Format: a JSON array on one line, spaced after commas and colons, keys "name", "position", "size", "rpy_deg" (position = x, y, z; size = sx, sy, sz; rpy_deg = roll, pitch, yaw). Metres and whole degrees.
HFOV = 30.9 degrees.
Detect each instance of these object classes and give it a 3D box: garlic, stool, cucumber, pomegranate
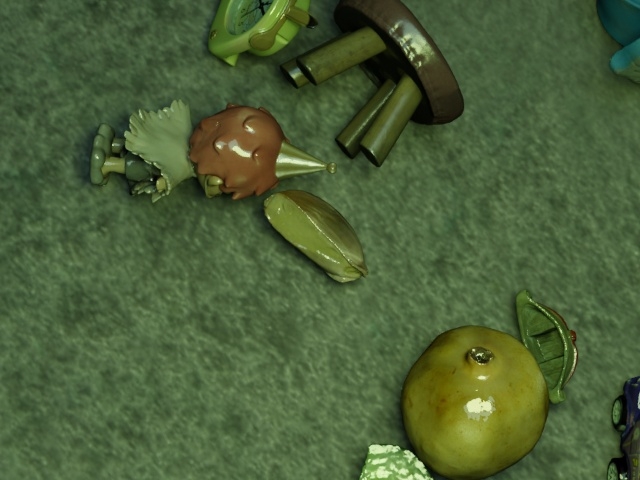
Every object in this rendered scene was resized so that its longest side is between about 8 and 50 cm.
[{"name": "garlic", "position": [-0.003, -0.008, 1.834], "size": [0.195, 0.101, 0.087], "rpy_deg": [43, 109, 0]}, {"name": "stool", "position": [0.077, -0.253, 1.817], "size": [0.178, 0.272, 0.272], "rpy_deg": [-39, 82, -6]}, {"name": "cucumber", "position": [0.092, 0.407, 1.727], "size": [0.191, 0.130, 0.191], "rpy_deg": [1, 76, -4]}, {"name": "pomegranate", "position": [0.229, 0.242, 1.740], "size": [0.233, 0.233, 0.233], "rpy_deg": [1, 77, -4]}]

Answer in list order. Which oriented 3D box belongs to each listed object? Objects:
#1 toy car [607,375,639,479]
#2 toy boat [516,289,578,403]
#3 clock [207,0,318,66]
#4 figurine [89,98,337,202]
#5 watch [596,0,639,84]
[{"name": "toy car", "position": [0.544, 0.317, 1.768], "size": [0.172, 0.158, 0.235], "rpy_deg": [5, 77, -4]}, {"name": "toy boat", "position": [0.359, 0.165, 1.826], "size": [0.071, 0.089, 0.185], "rpy_deg": [1, 67, -50]}, {"name": "clock", "position": [-0.080, -0.371, 1.856], "size": [0.069, 0.232, 0.170], "rpy_deg": [31, 72, -36]}, {"name": "figurine", "position": [-0.166, -0.133, 1.830], "size": [0.386, 0.166, 0.207], "rpy_deg": [2, 40, 2]}, {"name": "watch", "position": [0.564, -0.401, 1.926], "size": [0.305, 0.241, 0.274], "rpy_deg": [-30, 64, -8]}]
